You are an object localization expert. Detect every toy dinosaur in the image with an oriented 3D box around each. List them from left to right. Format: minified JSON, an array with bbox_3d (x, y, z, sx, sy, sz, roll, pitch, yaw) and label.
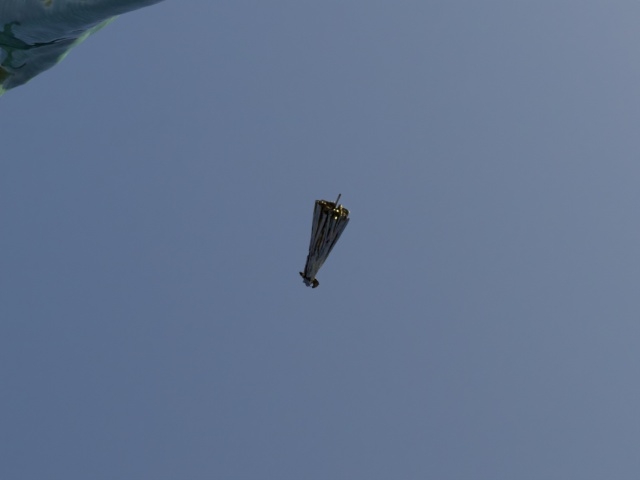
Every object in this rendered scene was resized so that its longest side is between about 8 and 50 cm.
[{"bbox_3d":[-0.095,-0.175,0.999,0.129,0.331,0.383,61,-150,-23],"label":"toy dinosaur"}]

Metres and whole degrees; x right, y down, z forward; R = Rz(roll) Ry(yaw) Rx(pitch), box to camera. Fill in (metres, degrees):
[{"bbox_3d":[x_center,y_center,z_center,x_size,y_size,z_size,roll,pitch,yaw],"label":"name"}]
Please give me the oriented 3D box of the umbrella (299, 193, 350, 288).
[{"bbox_3d":[0.001,-0.001,1.374,0.031,0.083,0.020,25,-147,12],"label":"umbrella"}]
